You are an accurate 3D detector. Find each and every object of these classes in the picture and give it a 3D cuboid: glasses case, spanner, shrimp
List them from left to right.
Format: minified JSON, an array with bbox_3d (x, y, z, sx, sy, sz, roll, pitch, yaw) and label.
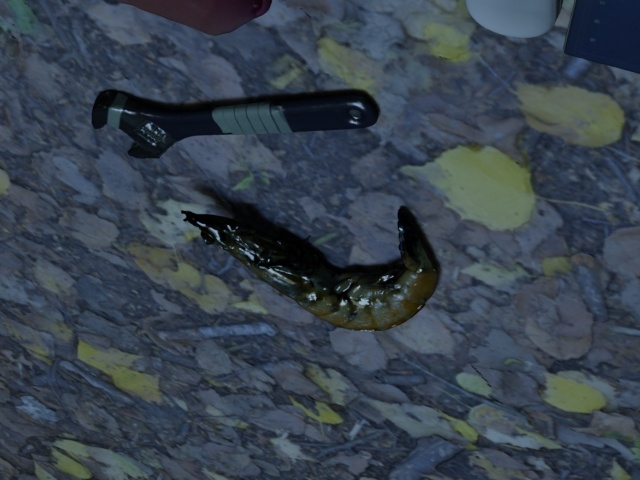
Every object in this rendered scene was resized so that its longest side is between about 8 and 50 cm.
[{"bbox_3d":[-0.084,-0.111,1.319,0.316,0.024,0.087,0,139,30],"label":"spanner"},{"bbox_3d":[0.000,0.000,1.395,0.262,0.051,0.198,30,138,-12],"label":"shrimp"},{"bbox_3d":[0.141,-0.225,1.003,0.074,0.049,0.193,13,143,17],"label":"glasses case"}]

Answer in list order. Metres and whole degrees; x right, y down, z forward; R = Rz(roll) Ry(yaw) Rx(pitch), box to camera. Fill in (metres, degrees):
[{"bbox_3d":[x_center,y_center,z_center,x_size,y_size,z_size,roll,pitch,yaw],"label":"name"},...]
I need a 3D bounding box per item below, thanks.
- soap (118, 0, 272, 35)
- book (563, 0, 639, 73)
[{"bbox_3d":[-0.126,-0.302,1.005,0.220,0.127,0.324,19,146,12],"label":"soap"},{"bbox_3d":[0.319,-0.170,0.989,0.269,0.025,0.191,18,143,11],"label":"book"}]
